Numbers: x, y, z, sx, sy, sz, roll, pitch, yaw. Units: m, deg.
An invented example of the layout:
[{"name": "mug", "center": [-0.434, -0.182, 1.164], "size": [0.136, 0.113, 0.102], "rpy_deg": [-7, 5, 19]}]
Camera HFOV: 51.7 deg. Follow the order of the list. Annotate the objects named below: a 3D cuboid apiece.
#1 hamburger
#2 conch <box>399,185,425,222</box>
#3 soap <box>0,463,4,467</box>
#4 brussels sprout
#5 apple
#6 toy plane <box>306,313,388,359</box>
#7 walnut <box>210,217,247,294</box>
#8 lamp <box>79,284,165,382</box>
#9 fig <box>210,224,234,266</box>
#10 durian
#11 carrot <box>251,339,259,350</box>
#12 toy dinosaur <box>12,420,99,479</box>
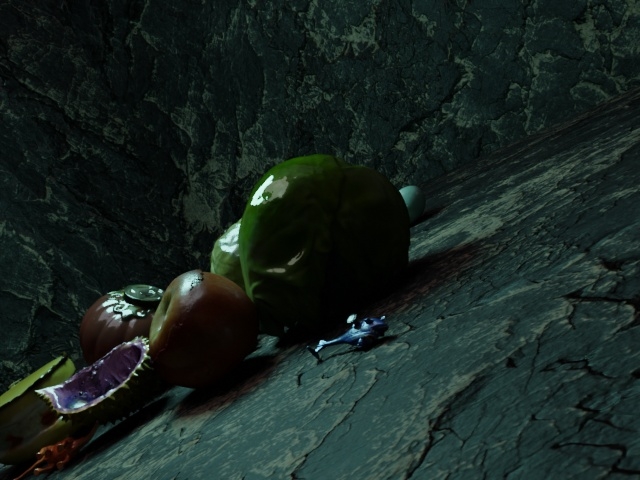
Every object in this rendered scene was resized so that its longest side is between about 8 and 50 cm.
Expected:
[{"name": "hamburger", "center": [-0.675, 0.415, 1.624], "size": [0.261, 0.186, 0.302], "rpy_deg": [-25, 15, 35]}, {"name": "conch", "center": [0.275, -0.104, 2.258], "size": [0.185, 0.120, 0.221], "rpy_deg": [-29, -1, 0]}, {"name": "soap", "center": [-0.883, 0.584, 1.724], "size": [0.149, 0.056, 0.100], "rpy_deg": [-25, 8, 25]}, {"name": "brussels sprout", "center": [-0.012, -0.015, 1.522], "size": [0.425, 0.360, 0.342], "rpy_deg": [-30, 9, -31]}, {"name": "apple", "center": [-0.252, 0.196, 1.418], "size": [0.272, 0.207, 0.251], "rpy_deg": [-44, 27, 45]}, {"name": "toy plane", "center": [0.050, 0.172, 1.157], "size": [0.167, 0.054, 0.062], "rpy_deg": [-23, 33, 36]}, {"name": "walnut", "center": [-0.149, 0.068, 1.786], "size": [0.253, 0.277, 0.282], "rpy_deg": [-60, -4, 19]}, {"name": "lamp", "center": [-0.473, 0.252, 1.732], "size": [0.303, 0.256, 0.303], "rpy_deg": [12, 17, -4]}, {"name": "fig", "center": [-0.225, 0.140, 1.995], "size": [0.286, 0.286, 0.368], "rpy_deg": [-23, 36, 41]}, {"name": "durian", "center": [-0.454, 0.339, 1.481], "size": [0.260, 0.186, 0.154], "rpy_deg": [-40, 51, -11]}, {"name": "carrot", "center": [-0.218, 0.273, 1.556], "size": [0.165, 0.035, 0.036], "rpy_deg": [-30, 6, -6]}, {"name": "toy dinosaur", "center": [-0.571, 0.462, 1.405], "size": [0.280, 0.055, 0.101], "rpy_deg": [-28, -4, 10]}]
